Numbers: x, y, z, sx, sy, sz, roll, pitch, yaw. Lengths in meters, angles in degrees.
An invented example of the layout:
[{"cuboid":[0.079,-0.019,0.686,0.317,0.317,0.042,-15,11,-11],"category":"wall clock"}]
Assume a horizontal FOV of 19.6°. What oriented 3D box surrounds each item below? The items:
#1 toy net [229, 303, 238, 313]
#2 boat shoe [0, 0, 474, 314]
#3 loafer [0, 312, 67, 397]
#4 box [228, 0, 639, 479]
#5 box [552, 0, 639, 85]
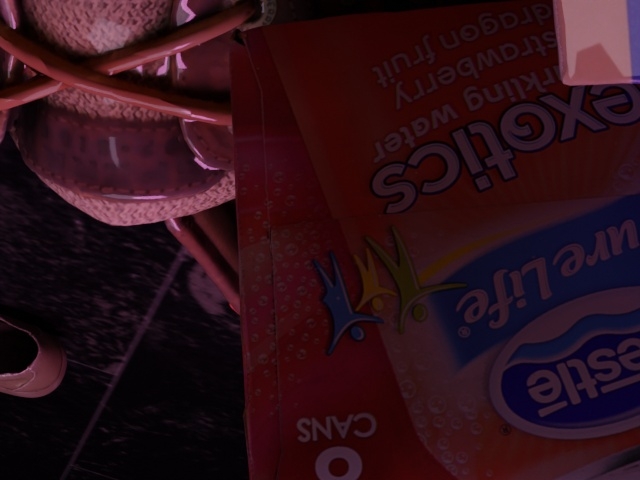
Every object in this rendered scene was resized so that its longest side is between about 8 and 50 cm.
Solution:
[{"cuboid":[0.000,0.000,0.754,0.122,0.045,0.232,5,156,34],"category":"toy net"},{"cuboid":[-0.031,-0.060,0.485,0.123,0.123,0.342,11,160,16],"category":"boat shoe"},{"cuboid":[-0.219,0.054,1.062,0.148,0.056,0.050,7,160,-5],"category":"loafer"},{"cuboid":[0.054,0.051,0.485,0.128,0.123,0.257,-4,156,2],"category":"box"},{"cuboid":[0.143,-0.088,0.276,0.225,0.036,0.136,0,127,16],"category":"box"}]
